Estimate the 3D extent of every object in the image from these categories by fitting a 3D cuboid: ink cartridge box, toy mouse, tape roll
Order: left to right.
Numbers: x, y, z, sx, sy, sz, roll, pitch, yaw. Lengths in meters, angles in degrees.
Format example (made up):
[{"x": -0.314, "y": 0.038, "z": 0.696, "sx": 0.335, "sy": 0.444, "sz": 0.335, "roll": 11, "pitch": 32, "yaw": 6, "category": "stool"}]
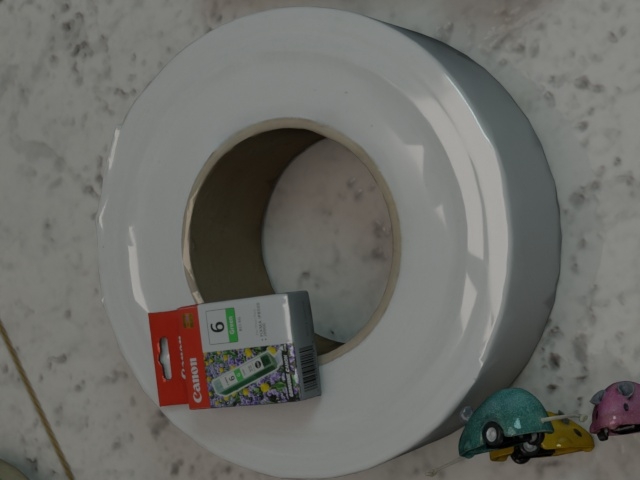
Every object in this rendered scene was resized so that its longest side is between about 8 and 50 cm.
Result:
[{"x": -0.059, "y": 0.067, "z": 0.767, "sx": 0.115, "sy": 0.029, "sz": 0.063, "roll": -8, "pitch": 88, "yaw": 27, "category": "ink cartridge box"}, {"x": 0.000, "y": 0.000, "z": 0.808, "sx": 0.286, "sy": 0.100, "sz": 0.286, "roll": 1, "pitch": 93, "yaw": 27, "category": "tape roll"}, {"x": 0.135, "y": 0.098, "z": 0.727, "sx": 0.160, "sy": 0.143, "sz": 0.031, "roll": -9, "pitch": 72, "yaw": 3, "category": "toy mouse"}]

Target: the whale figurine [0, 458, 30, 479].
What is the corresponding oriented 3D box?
[{"x": -0.322, "y": 0.250, "z": 0.956, "sx": 0.272, "sy": 0.141, "sz": 0.216, "roll": -3, "pitch": 90, "yaw": 28, "category": "whale figurine"}]
